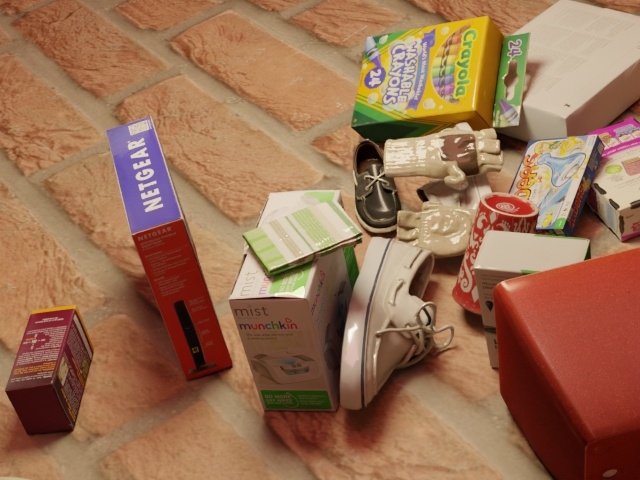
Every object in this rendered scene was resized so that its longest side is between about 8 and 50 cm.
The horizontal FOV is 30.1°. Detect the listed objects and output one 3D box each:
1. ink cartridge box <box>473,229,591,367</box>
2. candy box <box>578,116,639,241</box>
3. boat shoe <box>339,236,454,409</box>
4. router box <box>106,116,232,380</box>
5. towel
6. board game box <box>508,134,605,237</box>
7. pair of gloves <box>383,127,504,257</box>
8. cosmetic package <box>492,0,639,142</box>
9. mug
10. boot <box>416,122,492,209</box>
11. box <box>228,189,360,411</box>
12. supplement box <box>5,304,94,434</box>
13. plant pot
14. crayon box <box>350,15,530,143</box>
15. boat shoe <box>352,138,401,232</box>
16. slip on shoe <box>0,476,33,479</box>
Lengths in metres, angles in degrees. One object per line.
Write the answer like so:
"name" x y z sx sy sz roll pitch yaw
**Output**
"ink cartridge box" 0.315 0.095 1.724 0.153 0.208 0.087 4 43 24
"candy box" 0.526 -0.109 2.041 0.159 0.071 0.233 -20 36 -7
"boat shoe" 0.126 0.128 1.825 0.156 0.136 0.367 7 33 10
"router box" -0.248 0.009 1.938 0.082 0.301 0.335 -18 37 -5
"towel" -0.026 -0.004 1.734 0.152 0.023 0.113 -21 37 -13
"board game box" 0.387 -0.088 2.014 0.136 0.035 0.201 -2 52 42
"pair of gloves" 0.217 -0.080 2.014 0.204 0.042 0.240 -10 66 6
"cosmetic package" 0.480 -0.329 2.328 0.377 0.097 0.284 -37 40 -28
"mug" 0.278 0.012 1.859 0.113 0.169 0.150 12 25 8
"boot" 0.228 -0.110 2.111 0.123 0.095 0.258 -12 42 3
"box" -0.031 0.089 1.821 0.127 0.231 0.262 -1 37 16
"supplement box" -0.429 0.204 1.900 0.081 0.104 0.188 -8 36 8
"plant pot" 0.392 0.192 1.548 0.267 0.267 0.235 -14 48 -1
"crayon box" 0.225 -0.306 2.263 0.323 0.083 0.203 -4 66 33
"boat shoe" 0.096 -0.097 2.159 0.084 0.079 0.233 -10 38 2
"slip on shoe" -0.366 0.405 1.609 0.331 0.123 0.101 13 47 25
